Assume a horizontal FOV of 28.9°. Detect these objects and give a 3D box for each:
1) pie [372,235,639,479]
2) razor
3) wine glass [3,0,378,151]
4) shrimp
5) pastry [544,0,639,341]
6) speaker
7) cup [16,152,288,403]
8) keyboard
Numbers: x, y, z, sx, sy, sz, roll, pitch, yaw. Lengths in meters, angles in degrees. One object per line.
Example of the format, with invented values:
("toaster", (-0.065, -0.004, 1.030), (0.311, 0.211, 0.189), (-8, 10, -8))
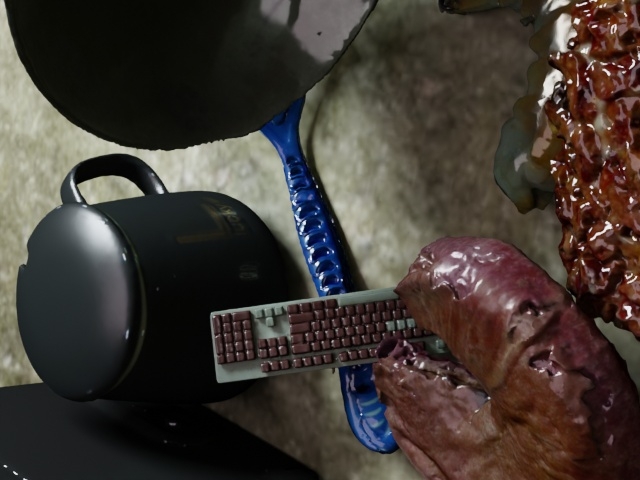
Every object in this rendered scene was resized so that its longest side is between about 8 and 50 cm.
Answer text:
("pie", (0.109, 0.101, 0.757), (0.204, 0.054, 0.219), (38, 142, 36))
("razor", (0.001, 0.001, 0.917), (0.093, 0.056, 0.324), (-20, 79, 4))
("wine glass", (-0.156, -0.269, 0.907), (0.406, 0.267, 0.267), (48, 121, 47))
("shrimp", (0.120, -0.113, 0.810), (0.166, 0.049, 0.161), (33, 109, 39))
("pastry", (0.187, -0.042, 0.703), (0.115, 0.097, 0.208), (-3, 95, 30))
("speaker", (-0.164, 0.225, 0.942), (0.254, 0.232, 0.184), (22, 106, 41))
("cup", (-0.142, 0.025, 0.962), (0.169, 0.176, 0.223), (-48, 60, 35))
("keyboard", (0.006, 0.066, 0.870), (0.166, 0.017, 0.055), (-8, 83, 6))
